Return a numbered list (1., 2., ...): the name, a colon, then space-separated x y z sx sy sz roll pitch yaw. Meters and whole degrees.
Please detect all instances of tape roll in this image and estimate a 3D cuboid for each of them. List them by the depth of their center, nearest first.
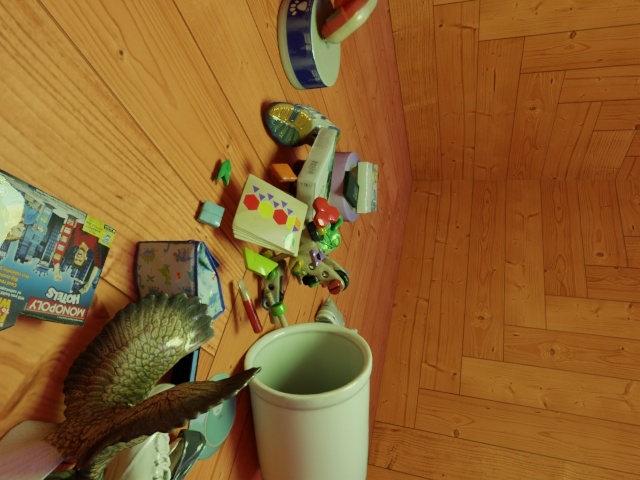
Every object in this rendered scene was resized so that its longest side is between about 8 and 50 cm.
1. tape roll: 0.093 -0.212 1.674 0.274 0.090 0.275 4 90 -70

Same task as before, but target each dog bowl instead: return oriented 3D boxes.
1. dog bowl: -0.027 -0.599 1.272 0.265 0.104 0.265 3 90 -70

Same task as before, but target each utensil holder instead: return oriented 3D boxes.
1. utensil holder: -0.026 0.471 1.138 0.327 0.327 0.386 -43 136 -62

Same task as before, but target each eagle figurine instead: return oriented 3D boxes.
1. eagle figurine: -0.255 0.230 0.584 0.298 0.226 0.225 -56 -179 2

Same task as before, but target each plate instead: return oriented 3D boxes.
1. plate: -0.237 0.405 0.971 0.188 0.024 0.188 4 90 -69

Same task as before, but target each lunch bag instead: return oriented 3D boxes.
1. lunch bag: -0.249 0.071 0.739 0.096 0.128 0.152 -55 141 -63

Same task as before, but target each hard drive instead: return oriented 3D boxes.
1. hard drive: 0.116 -0.190 1.580 0.135 0.022 0.094 42 54 -65

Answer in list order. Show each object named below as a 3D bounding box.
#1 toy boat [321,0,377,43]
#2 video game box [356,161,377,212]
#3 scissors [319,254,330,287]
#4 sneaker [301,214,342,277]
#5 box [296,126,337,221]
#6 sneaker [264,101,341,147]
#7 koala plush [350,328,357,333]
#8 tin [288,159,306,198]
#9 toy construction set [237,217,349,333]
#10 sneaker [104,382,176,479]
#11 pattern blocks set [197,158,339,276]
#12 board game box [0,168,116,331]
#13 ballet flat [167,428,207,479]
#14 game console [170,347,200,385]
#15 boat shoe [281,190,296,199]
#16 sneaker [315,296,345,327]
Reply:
1. toy boat: 0.061 -0.678 1.193 0.151 0.150 0.231 46 43 -24
2. video game box: 0.197 -0.220 1.758 0.187 0.048 0.206 -14 106 -67
3. scissors: 0.018 0.032 1.616 0.109 0.021 0.298 17 76 -67
4. sneaker: 0.000 0.000 1.405 0.110 0.123 0.296 73 29 -44
5. box: -0.015 -0.136 1.253 0.322 0.058 0.233 98 10 -52
6. sneaker: -0.069 -0.345 1.231 0.112 0.131 0.296 -48 151 22
7. koala plush: 0.031 0.377 1.466 0.221 0.196 0.204 -48 127 -54
8. tin: -0.061 -0.168 1.346 0.106 0.040 0.190 52 45 -67
9. toy construction set: -0.093 0.063 1.102 0.308 0.257 0.238 -33 108 -47
10. sneaker: -0.289 0.381 0.679 0.111 0.129 0.297 67 32 -47
11. pattern blocks set: -0.112 -0.053 0.983 0.324 0.026 0.286 35 58 -24
12. board game box: -0.369 0.037 0.511 0.194 0.060 0.194 50 48 -62
13. ballet flat: -0.292 0.449 0.784 0.074 0.074 0.203 72 35 -43
14. game console: -0.255 0.259 0.834 0.107 0.071 0.122 28 67 -67
15. boat shoe: -0.110 -0.082 1.151 0.258 0.084 0.095 -38 128 -63
16. sneaker: 0.067 0.337 1.661 0.281 0.105 0.115 71 30 -44
